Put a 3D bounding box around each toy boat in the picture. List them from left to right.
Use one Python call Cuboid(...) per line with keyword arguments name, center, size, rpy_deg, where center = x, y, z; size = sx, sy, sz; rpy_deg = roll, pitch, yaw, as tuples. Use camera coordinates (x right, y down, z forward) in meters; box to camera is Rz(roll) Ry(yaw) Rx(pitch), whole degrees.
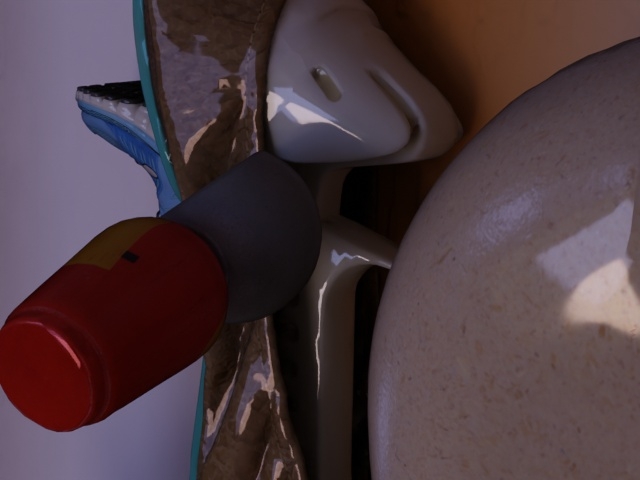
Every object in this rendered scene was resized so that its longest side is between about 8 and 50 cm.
Cuboid(name="toy boat", center=(0.056, 0.044, 0.523), size=(0.318, 0.148, 0.267), rpy_deg=(16, 121, 25))

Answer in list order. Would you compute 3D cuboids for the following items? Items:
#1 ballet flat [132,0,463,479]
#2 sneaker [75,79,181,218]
Cuboid(name="ballet flat", center=(0.000, 0.000, 0.681), size=(0.124, 0.116, 0.342), rpy_deg=(1, 96, 35))
Cuboid(name="sneaker", center=(-0.075, -0.037, 0.812), size=(0.162, 0.063, 0.073), rpy_deg=(31, 123, 50))
